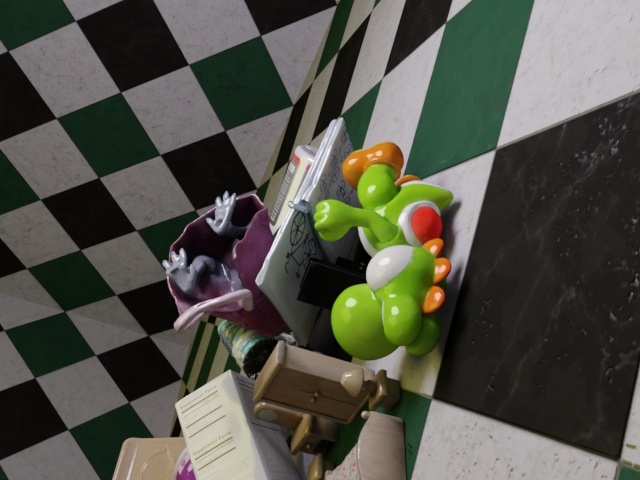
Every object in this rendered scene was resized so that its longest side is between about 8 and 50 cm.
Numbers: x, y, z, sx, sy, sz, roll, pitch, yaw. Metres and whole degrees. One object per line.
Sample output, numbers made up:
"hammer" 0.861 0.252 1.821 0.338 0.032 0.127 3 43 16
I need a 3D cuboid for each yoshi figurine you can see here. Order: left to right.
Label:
"yoshi figurine" 0.084 0.031 1.001 0.362 0.203 0.203 -89 6 -47

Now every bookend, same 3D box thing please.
"bookend" 0.034 0.068 1.173 0.157 0.156 0.072 -117 46 -73

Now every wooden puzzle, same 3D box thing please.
"wooden puzzle" -0.336 0.631 1.597 0.081 0.347 0.322 77 -166 -47

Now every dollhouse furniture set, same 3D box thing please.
"dollhouse furniture set" -0.022 0.348 0.985 0.356 0.173 0.303 -86 20 -48

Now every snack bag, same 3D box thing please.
"snack bag" 0.000 0.000 1.227 0.343 0.037 0.323 -65 -22 -21

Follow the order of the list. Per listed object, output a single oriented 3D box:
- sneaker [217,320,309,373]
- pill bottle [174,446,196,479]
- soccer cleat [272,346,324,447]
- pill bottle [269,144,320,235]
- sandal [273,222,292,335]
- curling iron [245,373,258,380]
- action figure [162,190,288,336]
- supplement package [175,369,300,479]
"sneaker" -0.120 0.217 1.438 0.110 0.122 0.283 -51 -27 -1
"pill bottle" -0.198 0.538 1.400 0.301 0.169 0.169 16 87 65
"soccer cleat" -0.096 0.349 1.397 0.109 0.116 0.318 -96 28 -61
"pill bottle" -0.034 -0.075 1.630 0.161 0.161 0.283 -105 36 -67
"sandal" -0.067 0.103 1.551 0.446 0.167 0.107 -65 -3 25
"curling iron" -0.206 0.372 1.986 0.068 0.035 0.274 -67 14 -1
"action figure" -0.108 0.088 1.232 0.248 0.370 0.276 -26 49 6
"supplement package" -0.147 0.386 1.224 0.133 0.139 0.244 -33 56 10
